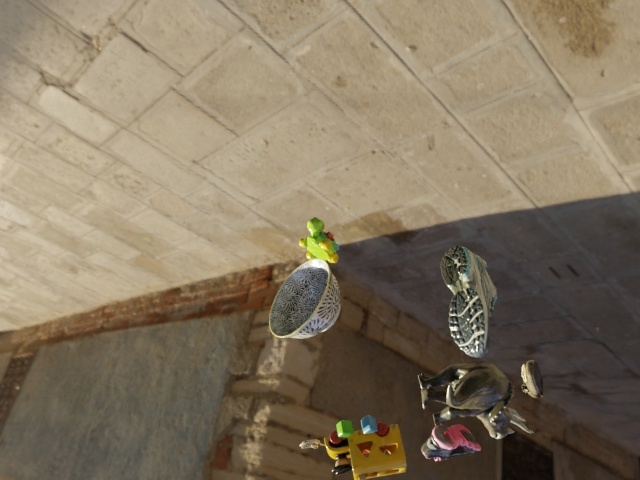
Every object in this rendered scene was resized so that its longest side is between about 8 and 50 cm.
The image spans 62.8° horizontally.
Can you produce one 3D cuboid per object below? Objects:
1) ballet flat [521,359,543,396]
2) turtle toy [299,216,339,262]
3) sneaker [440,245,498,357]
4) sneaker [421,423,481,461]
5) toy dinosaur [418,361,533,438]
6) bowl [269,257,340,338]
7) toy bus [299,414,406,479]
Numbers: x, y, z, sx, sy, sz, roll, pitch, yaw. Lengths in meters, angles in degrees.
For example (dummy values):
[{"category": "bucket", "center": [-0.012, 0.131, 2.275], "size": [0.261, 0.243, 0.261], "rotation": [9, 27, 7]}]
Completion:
[{"category": "ballet flat", "center": [0.575, 0.384, 1.439], "size": [0.058, 0.084, 0.250], "rotation": [-2, 156, 26]}, {"category": "turtle toy", "center": [0.000, 0.000, 1.344], "size": [0.095, 0.066, 0.130], "rotation": [7, 139, 36]}, {"category": "sneaker", "center": [0.383, 0.146, 1.266], "size": [0.122, 0.282, 0.110], "rotation": [17, 145, -25]}, {"category": "sneaker", "center": [0.200, 0.318, 0.812], "size": [0.119, 0.047, 0.057], "rotation": [22, 111, -37]}, {"category": "toy dinosaur", "center": [0.255, 0.250, 0.890], "size": [0.161, 0.120, 0.313], "rotation": [-18, 142, 11]}, {"category": "bowl", "center": [-0.015, 0.127, 1.012], "size": [0.080, 0.170, 0.170], "rotation": [37, 144, -26]}, {"category": "toy bus", "center": [0.089, 0.468, 1.135], "size": [0.191, 0.104, 0.202], "rotation": [21, 133, -34]}]
